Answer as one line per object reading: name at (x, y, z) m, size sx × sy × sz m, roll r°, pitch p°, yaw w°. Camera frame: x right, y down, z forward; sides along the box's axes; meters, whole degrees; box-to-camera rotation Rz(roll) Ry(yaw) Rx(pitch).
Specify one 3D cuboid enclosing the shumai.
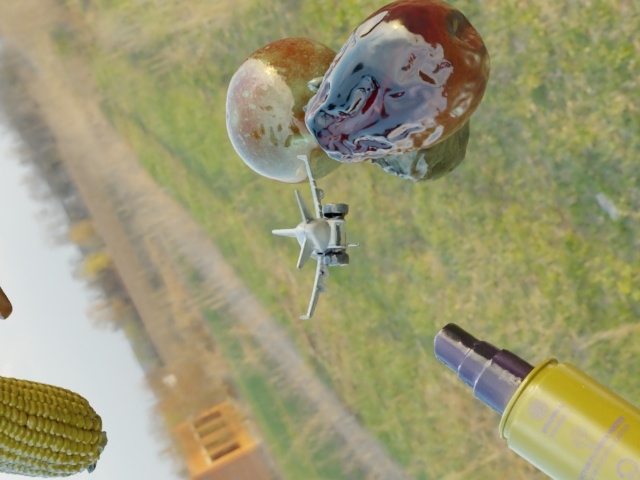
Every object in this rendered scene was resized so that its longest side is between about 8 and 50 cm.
shumai at (0.098, -0.208, 1.785) m, size 0.189 × 0.218 × 0.256 m, roll 4°, pitch -99°, yaw -67°

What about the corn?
corn at (-0.472, 0.256, 1.694) m, size 0.387 × 0.144 × 0.144 m, roll 25°, pitch -158°, yaw -44°

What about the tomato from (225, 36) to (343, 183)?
tomato at (-0.038, -0.232, 2.191) m, size 0.222 × 0.270 × 0.270 m, roll -126°, pitch 14°, yaw -60°

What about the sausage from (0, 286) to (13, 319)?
sausage at (-0.574, 0.080, 2.036) m, size 0.041 × 0.039 × 0.131 m, roll -12°, pitch 114°, yaw 45°

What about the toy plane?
toy plane at (0.005, 0.000, 1.853) m, size 0.255 × 0.101 × 0.251 m, roll 25°, pitch -116°, yaw -74°

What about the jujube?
jujube at (0.084, -0.177, 1.386) m, size 0.168 × 0.236 × 0.168 m, roll 36°, pitch -145°, yaw -31°

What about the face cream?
face cream at (0.194, 0.144, 0.855) m, size 0.273 × 0.078 × 0.078 m, roll 34°, pitch 155°, yaw 27°
